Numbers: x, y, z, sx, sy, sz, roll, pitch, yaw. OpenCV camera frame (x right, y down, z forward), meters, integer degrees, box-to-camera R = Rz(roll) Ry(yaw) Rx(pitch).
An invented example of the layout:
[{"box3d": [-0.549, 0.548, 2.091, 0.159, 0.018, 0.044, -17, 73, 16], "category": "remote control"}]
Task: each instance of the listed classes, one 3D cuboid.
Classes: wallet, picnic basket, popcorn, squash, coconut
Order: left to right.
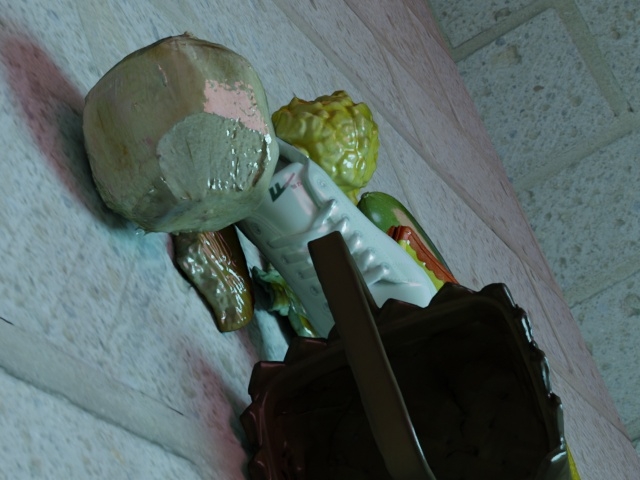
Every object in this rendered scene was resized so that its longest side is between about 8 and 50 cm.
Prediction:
[{"box3d": [-0.133, -0.107, 1.576, 0.194, 0.194, 0.194, 55, 15, -22], "category": "coconut"}, {"box3d": [0.004, -0.107, 2.132, 0.180, 0.170, 0.180, 50, -2, 2], "category": "popcorn"}, {"box3d": [0.071, 0.164, 1.517, 0.321, 0.291, 0.254, 63, 7, -53], "category": "picnic basket"}, {"box3d": [0.156, 0.074, 2.435, 0.341, 0.094, 0.094, 58, 14, 0], "category": "squash"}, {"box3d": [0.149, 0.095, 2.287, 0.241, 0.067, 0.141, 46, 55, -41], "category": "wallet"}]

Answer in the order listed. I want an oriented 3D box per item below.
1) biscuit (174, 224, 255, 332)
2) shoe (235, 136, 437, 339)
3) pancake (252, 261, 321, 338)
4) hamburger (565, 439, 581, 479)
[{"box3d": [-0.127, -0.019, 1.718, 0.229, 0.031, 0.176, 60, 12, -4], "category": "biscuit"}, {"box3d": [0.000, 0.000, 1.747, 0.363, 0.132, 0.160, 46, -7, 37], "category": "shoe"}, {"box3d": [0.060, 0.175, 1.932, 0.427, 0.067, 0.305, 64, 16, 5], "category": "pancake"}, {"box3d": [0.278, 0.317, 2.277, 0.156, 0.144, 0.283, 22, 45, -79], "category": "hamburger"}]
